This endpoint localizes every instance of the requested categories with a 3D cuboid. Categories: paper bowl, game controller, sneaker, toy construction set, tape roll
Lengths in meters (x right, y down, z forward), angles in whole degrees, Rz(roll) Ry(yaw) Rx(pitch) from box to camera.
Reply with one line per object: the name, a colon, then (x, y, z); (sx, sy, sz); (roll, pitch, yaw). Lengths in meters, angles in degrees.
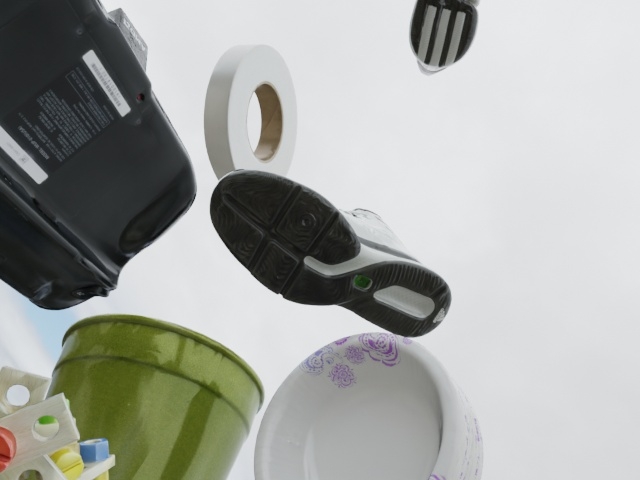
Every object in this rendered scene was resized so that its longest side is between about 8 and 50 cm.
paper bowl: (0.067, 0.274, 0.798); (0.284, 0.284, 0.148); (19, -23, 45)
game controller: (-0.183, -0.070, 0.382); (0.067, 0.166, 0.319); (30, -20, 24)
sneaker: (0.000, 0.001, 1.076); (0.447, 0.169, 0.257); (30, 11, -22)
toy construction set: (-0.287, 0.204, 0.520); (0.328, 0.214, 0.151); (131, -46, -63)
tape roll: (-0.168, -0.302, 1.587); (0.071, 0.392, 0.392); (7, -51, 21)
sneaker: (0.169, -0.350, 0.806); (0.106, 0.282, 0.162); (18, 1, 2)

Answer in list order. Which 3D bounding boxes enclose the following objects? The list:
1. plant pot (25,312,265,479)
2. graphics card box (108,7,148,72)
plant pot: (-0.305, 0.366, 0.978); (0.366, 0.353, 0.367); (7, -41, 6)
graphics card box: (-0.390, -0.179, 0.938); (0.094, 0.232, 0.371); (59, 19, -50)
